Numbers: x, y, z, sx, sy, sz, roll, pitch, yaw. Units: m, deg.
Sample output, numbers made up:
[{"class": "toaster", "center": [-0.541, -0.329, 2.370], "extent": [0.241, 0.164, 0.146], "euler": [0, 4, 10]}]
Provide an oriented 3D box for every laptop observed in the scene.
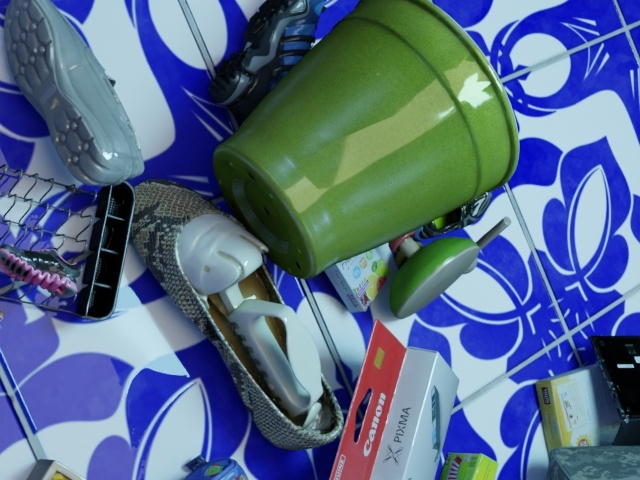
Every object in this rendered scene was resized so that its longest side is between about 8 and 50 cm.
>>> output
[{"class": "laptop", "center": [0.600, 0.327, 1.945], "extent": [0.234, 0.136, 0.264], "euler": [4, 57, -33]}]

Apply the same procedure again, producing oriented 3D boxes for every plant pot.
[{"class": "plant pot", "center": [0.043, -0.131, 1.533], "extent": [0.353, 0.366, 0.366], "euler": [-37, 101, -20]}]

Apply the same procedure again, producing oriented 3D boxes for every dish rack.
[{"class": "dish rack", "center": [-0.407, -0.009, 1.406], "extent": [0.272, 0.074, 0.208], "euler": [16, 72, -28]}]

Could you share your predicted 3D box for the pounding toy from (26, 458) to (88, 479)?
[{"class": "pounding toy", "center": [-0.344, 0.385, 1.352], "extent": [0.130, 0.100, 0.141], "euler": [38, 63, -20]}]

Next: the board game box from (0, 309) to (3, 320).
[{"class": "board game box", "center": [-0.529, 0.081, 1.299], "extent": [0.147, 0.045, 0.193], "euler": [-44, 105, -7]}]

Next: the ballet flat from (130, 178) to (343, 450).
[{"class": "ballet flat", "center": [-0.104, 0.102, 1.508], "extent": [0.164, 0.182, 0.482], "euler": [-36, 100, -31]}]

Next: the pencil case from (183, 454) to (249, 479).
[{"class": "pencil case", "center": [-0.117, 0.462, 1.468], "extent": [0.306, 0.133, 0.119], "euler": [64, 22, -7]}]

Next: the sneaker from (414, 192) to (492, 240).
[{"class": "sneaker", "center": [0.243, -0.049, 1.814], "extent": [0.188, 0.078, 0.067], "euler": [-24, 94, -34]}]

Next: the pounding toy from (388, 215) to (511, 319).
[{"class": "pounding toy", "center": [0.185, 0.022, 1.733], "extent": [0.237, 0.183, 0.110], "euler": [-30, 71, -33]}]

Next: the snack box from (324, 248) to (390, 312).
[{"class": "snack box", "center": [0.052, 0.035, 1.677], "extent": [0.141, 0.037, 0.100], "euler": [58, 45, -25]}]

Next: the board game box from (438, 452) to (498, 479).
[{"class": "board game box", "center": [0.227, 0.447, 1.700], "extent": [0.043, 0.092, 0.181], "euler": [33, 65, -22]}]

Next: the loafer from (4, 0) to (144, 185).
[{"class": "loafer", "center": [-0.351, -0.217, 1.449], "extent": [0.111, 0.112, 0.319], "euler": [-7, 67, -58]}]

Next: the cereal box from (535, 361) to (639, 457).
[{"class": "cereal box", "center": [0.521, 0.325, 1.933], "extent": [0.240, 0.047, 0.173], "euler": [-8, 87, -34]}]

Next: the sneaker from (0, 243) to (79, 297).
[{"class": "sneaker", "center": [-0.374, 0.030, 1.358], "extent": [0.119, 0.047, 0.057], "euler": [30, 53, -26]}]

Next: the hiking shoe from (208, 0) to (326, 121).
[{"class": "hiking shoe", "center": [-0.060, -0.309, 1.673], "extent": [0.132, 0.113, 0.304], "euler": [45, 69, -29]}]

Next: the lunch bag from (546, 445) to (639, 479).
[{"class": "lunch bag", "center": [0.534, 0.508, 1.771], "extent": [0.305, 0.212, 0.256], "euler": [0, 104, -11]}]

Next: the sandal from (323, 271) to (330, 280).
[{"class": "sandal", "center": [0.000, 0.000, 1.676], "extent": [0.179, 0.040, 0.067], "euler": [49, 60, -14]}]

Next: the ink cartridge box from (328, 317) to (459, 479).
[{"class": "ink cartridge box", "center": [0.122, 0.308, 1.606], "extent": [0.261, 0.066, 0.296], "euler": [49, 53, -54]}]
